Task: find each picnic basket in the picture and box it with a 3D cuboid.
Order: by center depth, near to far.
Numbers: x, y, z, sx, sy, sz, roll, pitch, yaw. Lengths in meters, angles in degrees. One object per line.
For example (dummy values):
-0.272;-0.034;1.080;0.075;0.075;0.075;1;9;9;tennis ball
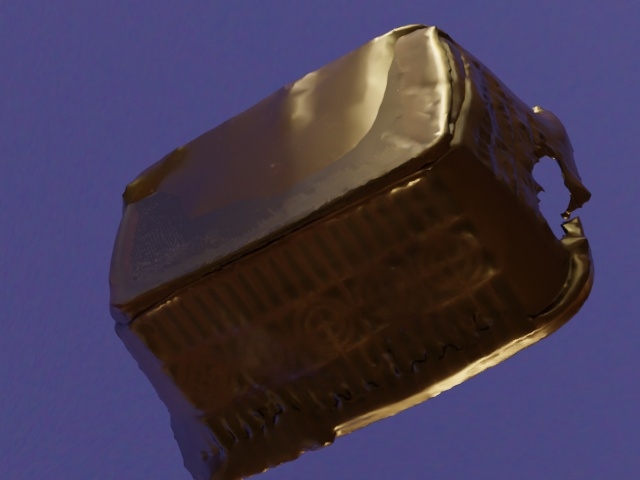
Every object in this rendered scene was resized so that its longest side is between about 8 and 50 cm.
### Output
0.000;0.000;0.872;0.129;0.297;0.222;49;-156;-32;picnic basket
